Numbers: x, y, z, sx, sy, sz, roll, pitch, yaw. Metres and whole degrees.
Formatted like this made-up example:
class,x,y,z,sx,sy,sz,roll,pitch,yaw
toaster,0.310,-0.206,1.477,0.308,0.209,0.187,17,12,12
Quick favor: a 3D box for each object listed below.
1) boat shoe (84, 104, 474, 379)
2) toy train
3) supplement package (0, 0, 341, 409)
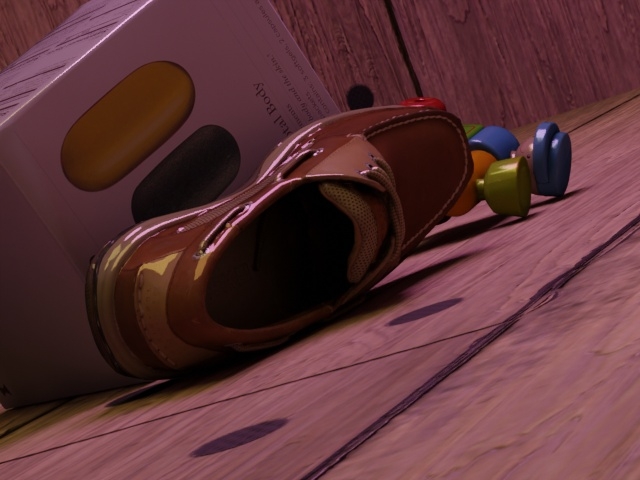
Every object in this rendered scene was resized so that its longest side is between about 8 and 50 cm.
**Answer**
class,x,y,z,sx,sy,sz,roll,pitch,yaw
boat shoe,0.000,0.000,1.231,0.120,0.122,0.324,-7,19,48
toy train,0.097,-0.039,1.472,0.143,0.105,0.248,1,17,23
supplement package,-0.146,-0.044,1.351,0.198,0.199,0.263,-14,25,49
